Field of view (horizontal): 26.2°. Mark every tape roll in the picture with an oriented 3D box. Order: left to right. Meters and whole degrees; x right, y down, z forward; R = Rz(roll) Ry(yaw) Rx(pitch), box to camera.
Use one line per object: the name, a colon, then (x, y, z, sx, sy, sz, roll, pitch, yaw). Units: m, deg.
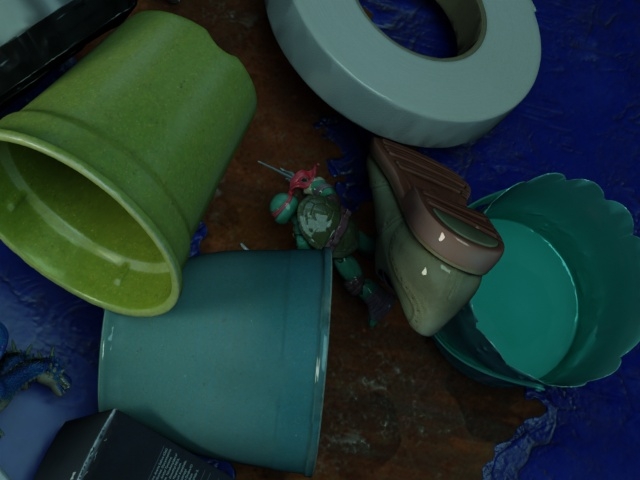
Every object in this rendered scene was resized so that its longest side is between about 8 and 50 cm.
tape roll: (0.114, -0.301, 1.819, 0.392, 0.072, 0.392, 14, 55, -21)

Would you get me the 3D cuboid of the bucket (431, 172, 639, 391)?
bucket: (0.273, 0.064, 1.794, 0.281, 0.183, 0.281, 4, 76, -18)

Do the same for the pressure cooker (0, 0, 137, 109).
pressure cooker: (-0.450, -0.335, 1.512, 0.370, 0.375, 0.420, -35, 100, 5)

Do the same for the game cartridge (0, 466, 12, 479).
game cartridge: (-0.469, 0.360, 1.545, 0.294, 0.060, 0.196, -40, 89, -22)

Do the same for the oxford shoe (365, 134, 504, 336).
oxford shoe: (0.105, -0.020, 1.695, 0.140, 0.397, 0.146, 23, 108, -14)

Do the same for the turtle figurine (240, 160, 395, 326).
turtle figurine: (0.000, 0.000, 1.758, 0.234, 0.118, 0.175, 35, 69, -15)

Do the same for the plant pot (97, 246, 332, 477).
plant pot: (-0.125, 0.131, 1.615, 0.255, 0.271, 0.271, 5, 76, -2)

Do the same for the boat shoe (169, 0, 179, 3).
boat shoe: (-0.227, -0.358, 1.795, 0.125, 0.046, 0.038, 36, 74, 1)

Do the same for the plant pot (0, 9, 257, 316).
plant pot: (-0.206, -0.102, 1.488, 0.276, 0.276, 0.254, 37, 60, -8)

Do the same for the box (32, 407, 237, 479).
box: (-0.205, 0.292, 1.572, 0.207, 0.153, 0.108, 36, 62, -21)

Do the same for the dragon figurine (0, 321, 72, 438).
dragon figurine: (-0.403, 0.132, 1.535, 0.289, 0.085, 0.144, 41, 44, -40)
